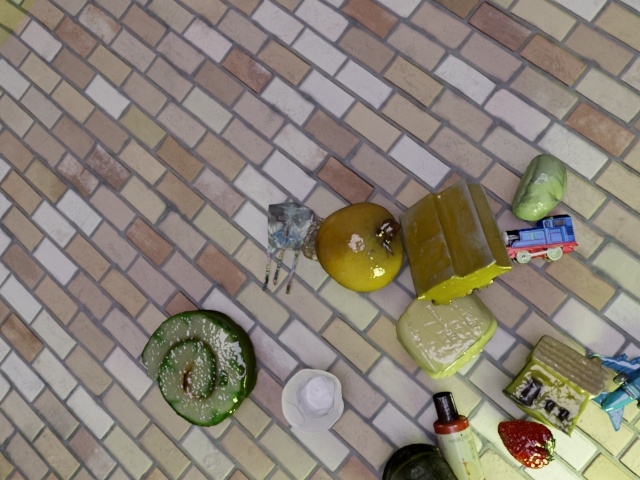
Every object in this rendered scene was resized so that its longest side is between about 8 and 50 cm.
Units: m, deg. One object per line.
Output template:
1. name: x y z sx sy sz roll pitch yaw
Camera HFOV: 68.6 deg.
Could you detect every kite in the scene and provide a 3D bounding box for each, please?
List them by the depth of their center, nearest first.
1. kite: -0.114 0.023 1.567 0.169 0.015 0.309 4 86 20

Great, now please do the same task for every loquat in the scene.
1. loquat: 0.126 0.013 1.399 0.275 0.275 0.274 -1 84 11

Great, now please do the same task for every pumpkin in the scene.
1. pumpkin: 0.293 0.728 1.288 0.192 0.320 0.320 -21 80 -13

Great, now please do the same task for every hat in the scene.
1. hat: -0.013 0.484 1.456 0.203 0.126 0.203 -1 85 11

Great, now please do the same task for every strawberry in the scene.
1. strawberry: 0.585 0.577 1.333 0.148 0.131 0.131 -5 83 33

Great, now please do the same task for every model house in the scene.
1. model house: 0.654 0.392 1.309 0.193 0.175 0.234 34 83 26

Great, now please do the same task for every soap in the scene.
1. soap: 0.361 0.006 1.294 0.259 0.143 0.281 -35 47 35

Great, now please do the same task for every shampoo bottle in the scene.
1. shampoo bottle: 0.395 0.585 1.374 0.104 0.104 0.278 -17 81 10

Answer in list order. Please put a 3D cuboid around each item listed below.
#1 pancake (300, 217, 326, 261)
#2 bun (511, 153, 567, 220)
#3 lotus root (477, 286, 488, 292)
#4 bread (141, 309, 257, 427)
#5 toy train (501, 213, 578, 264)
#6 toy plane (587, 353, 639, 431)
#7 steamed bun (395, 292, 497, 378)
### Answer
1. pancake: -0.001 0.000 1.552 0.152 0.025 0.151 -1 85 10
2. bun: 0.637 -0.146 1.355 0.118 0.195 0.195 25 90 11
3. lotus root: 0.456 0.016 1.392 0.140 0.154 0.256 -30 71 15
4. bread: -0.405 0.412 1.541 0.382 0.129 0.366 -1 85 12
5. toy train: 0.640 0.001 1.393 0.204 0.083 0.131 -8 83 9
6. toy plane: 0.883 0.398 1.299 0.271 0.105 0.254 -40 64 9
7. steamed bun: 0.369 0.255 1.385 0.273 0.166 0.232 -44 62 -2
